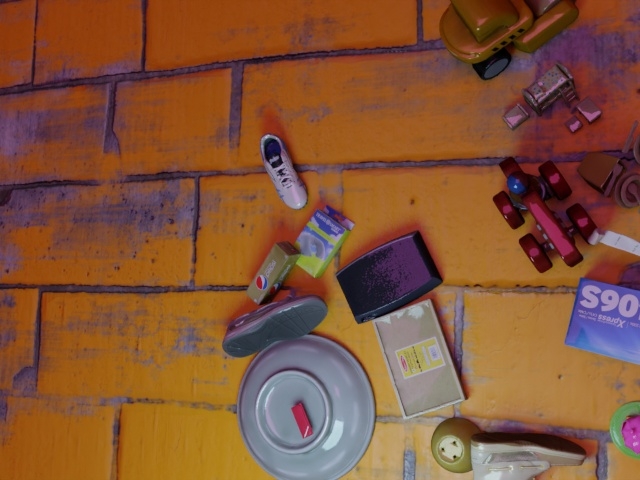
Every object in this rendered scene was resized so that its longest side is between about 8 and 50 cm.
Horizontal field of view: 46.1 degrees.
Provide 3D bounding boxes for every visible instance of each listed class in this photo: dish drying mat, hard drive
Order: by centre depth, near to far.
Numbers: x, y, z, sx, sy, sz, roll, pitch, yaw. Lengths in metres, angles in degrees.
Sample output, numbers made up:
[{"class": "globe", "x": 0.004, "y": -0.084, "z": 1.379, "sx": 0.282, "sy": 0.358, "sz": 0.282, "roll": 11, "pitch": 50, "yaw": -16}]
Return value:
[{"class": "dish drying mat", "x": -0.047, "y": 0.457, "z": 1.908, "sx": 0.032, "sy": 0.008, "sz": 0.083, "roll": -29, "pitch": 73, "yaw": 17}, {"class": "hard drive", "x": 0.170, "y": 0.094, "z": 1.955, "sx": 0.254, "sy": 0.054, "sz": 0.172, "roll": -28, "pitch": 73, "yaw": 16}]

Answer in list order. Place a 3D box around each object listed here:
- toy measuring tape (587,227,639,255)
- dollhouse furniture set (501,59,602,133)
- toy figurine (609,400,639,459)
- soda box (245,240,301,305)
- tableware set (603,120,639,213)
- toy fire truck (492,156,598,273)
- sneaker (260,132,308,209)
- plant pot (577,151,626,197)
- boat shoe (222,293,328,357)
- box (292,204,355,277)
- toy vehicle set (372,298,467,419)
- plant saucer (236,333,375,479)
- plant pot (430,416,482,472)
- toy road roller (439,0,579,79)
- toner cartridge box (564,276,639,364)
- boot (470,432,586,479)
[{"class": "toy measuring tape", "x": 0.730, "y": 0.073, "z": 1.601, "sx": 0.330, "sy": 0.121, "sz": 0.121, "roll": 21, "pitch": 90, "yaw": 0}, {"class": "dollhouse furniture set", "x": 0.558, "y": -0.310, "z": 1.831, "sx": 0.182, "sy": 0.101, "sz": 0.161, "roll": -40, "pitch": 70, "yaw": 12}, {"class": "toy figurine", "x": 0.719, "y": 0.426, "z": 1.632, "sx": 0.173, "sy": 0.159, "sz": 0.130, "roll": 11, "pitch": 87, "yaw": 22}, {"class": "soda box", "x": -0.129, "y": 0.089, "z": 2.045, "sx": 0.058, "sy": 0.061, "sz": 0.181, "roll": 42, "pitch": 116, "yaw": 22}, {"class": "tableware set", "x": 0.743, "y": -0.163, "z": 1.728, "sx": 0.128, "sy": 0.039, "sz": 0.194, "roll": 21, "pitch": 93, "yaw": -22}, {"class": "toy fire truck", "x": 0.509, "y": -0.070, "z": 1.734, "sx": 0.169, "sy": 0.254, "sz": 0.302, "roll": -33, "pitch": 72, "yaw": 14}, {"class": "sneaker", "x": -0.109, "y": -0.191, "z": 2.091, "sx": 0.085, "sy": 0.086, "sz": 0.237, "roll": -29, "pitch": 74, "yaw": 14}, {"class": "plant pot", "x": 0.661, "y": -0.164, "z": 1.784, "sx": 0.083, "sy": 0.081, "sz": 0.082, "roll": 36, "pitch": 97, "yaw": 35}, {"class": "boat shoe", "x": -0.126, "y": 0.213, "z": 2.026, "sx": 0.320, "sy": 0.118, "sz": 0.103, "roll": -28, "pitch": 37, "yaw": 22}, {"class": "box", "x": 0.000, "y": 0.000, "z": 2.043, "sx": 0.109, "sy": 0.042, "sz": 0.178, "roll": 36, "pitch": 97, "yaw": 22}, {"class": "toy vehicle set", "x": 0.249, "y": 0.300, "z": 1.904, "sx": 0.165, "sy": 0.035, "sz": 0.267, "roll": -22, "pitch": 75, "yaw": 18}, {"class": "plant saucer", "x": -0.058, "y": 0.445, "z": 1.973, "sx": 0.400, "sy": 0.100, "sz": 0.401, "roll": -3, "pitch": 82, "yaw": 22}, {"class": "plant pot", "x": 0.322, "y": 0.499, "z": 1.814, "sx": 0.134, "sy": 0.095, "sz": 0.134, "roll": -3, "pitch": 81, "yaw": 22}, {"class": "toy road roller", "x": 0.447, "y": -0.569, "z": 1.837, "sx": 0.329, "sy": 0.240, "sz": 0.203, "roll": -35, "pitch": 72, "yaw": 14}, {"class": "toner cartridge box", "x": 0.746, "y": 0.203, "z": 1.698, "sx": 0.347, "sy": 0.075, "sz": 0.165, "roll": 13, "pitch": 88, "yaw": 23}, {"class": "boot", "x": 0.476, "y": 0.558, "z": 1.746, "sx": 0.261, "sy": 0.095, "sz": 0.204, "roll": 2, "pitch": 96, "yaw": 2}]
